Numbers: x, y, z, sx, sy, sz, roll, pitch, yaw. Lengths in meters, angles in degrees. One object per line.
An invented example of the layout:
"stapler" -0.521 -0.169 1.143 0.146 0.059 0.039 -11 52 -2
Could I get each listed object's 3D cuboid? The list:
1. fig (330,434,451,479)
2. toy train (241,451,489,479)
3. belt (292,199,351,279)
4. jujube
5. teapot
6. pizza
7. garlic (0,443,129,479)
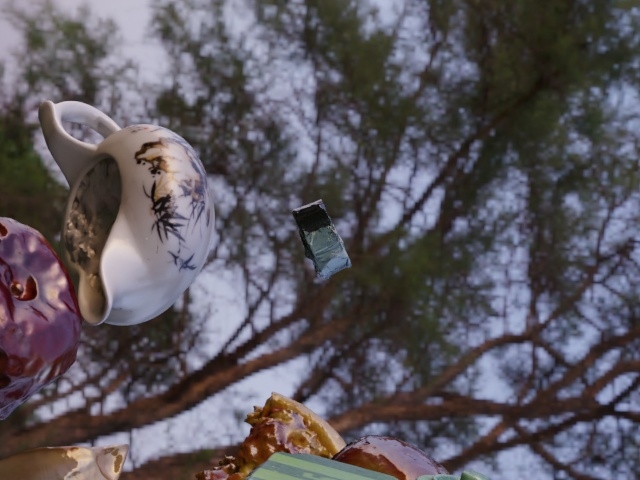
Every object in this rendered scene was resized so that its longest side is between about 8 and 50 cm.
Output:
"fig" 0.069 0.331 1.328 0.263 0.224 0.224 99 -16 -53
"toy train" 0.040 0.247 0.893 0.299 0.238 0.167 55 50 -84
"belt" 0.000 0.000 1.735 0.140 0.058 0.105 -117 -177 -64
"jujube" -0.338 0.082 1.055 0.232 0.213 0.213 -37 -134 26
"teapot" -0.213 -0.031 1.236 0.300 0.165 0.208 58 -45 32
"pizza" -0.059 0.327 1.554 0.081 0.228 0.289 80 -17 -53
"garlic" -0.364 0.368 1.535 0.151 0.196 0.338 61 -33 15
